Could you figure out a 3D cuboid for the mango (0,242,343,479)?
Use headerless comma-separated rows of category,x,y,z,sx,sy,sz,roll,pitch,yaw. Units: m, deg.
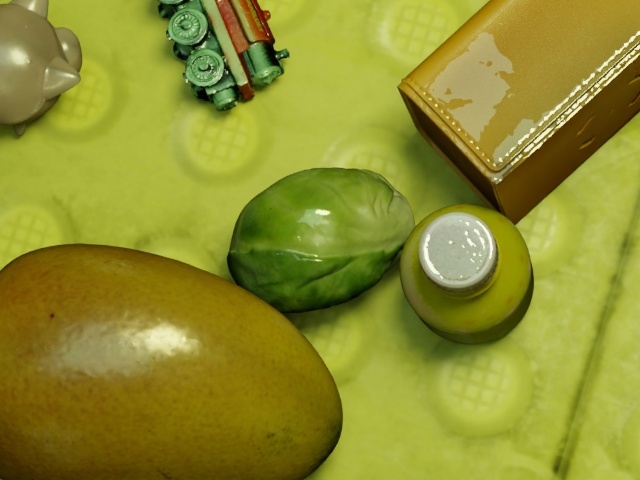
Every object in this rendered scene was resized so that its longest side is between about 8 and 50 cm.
mango,-0.163,0.133,1.595,0.378,0.264,0.221,12,43,-4

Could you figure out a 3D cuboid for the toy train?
toy train,-0.097,-0.220,1.732,0.118,0.074,0.176,-24,75,1

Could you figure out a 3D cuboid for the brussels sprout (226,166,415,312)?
brussels sprout,-0.002,-0.001,1.638,0.183,0.145,0.131,-18,83,6

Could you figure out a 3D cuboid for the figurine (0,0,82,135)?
figurine,-0.308,-0.175,1.737,0.138,0.125,0.125,-31,76,18

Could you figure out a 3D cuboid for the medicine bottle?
medicine bottle,0.131,0.025,1.578,0.121,0.212,0.122,-2,80,8

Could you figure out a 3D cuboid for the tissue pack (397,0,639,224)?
tissue pack,0.223,-0.168,1.608,0.274,0.194,0.145,-43,77,-1
